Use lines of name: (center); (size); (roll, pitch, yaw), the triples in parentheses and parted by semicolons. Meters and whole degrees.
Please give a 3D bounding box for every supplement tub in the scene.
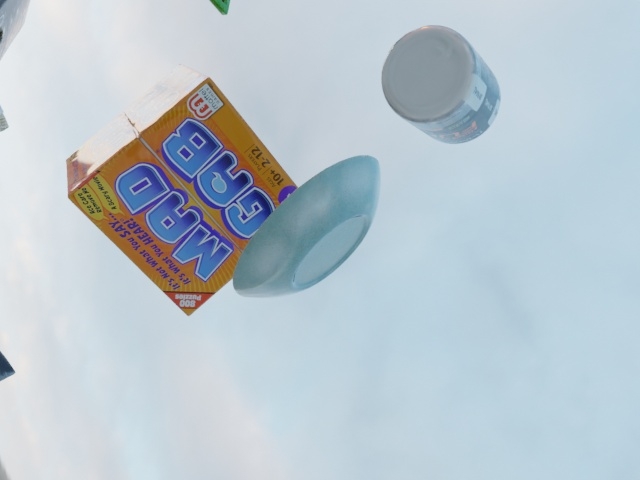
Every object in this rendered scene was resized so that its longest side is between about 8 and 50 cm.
supplement tub: (0.281, -0.331, 1.591); (0.207, 0.338, 0.207); (-1, -93, 25)

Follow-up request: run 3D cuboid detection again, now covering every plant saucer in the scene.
plant saucer: (0.000, 0.000, 0.715); (0.037, 0.195, 0.195); (46, -47, 19)

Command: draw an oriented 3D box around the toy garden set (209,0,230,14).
toy garden set: (-0.249, -0.649, 1.541); (0.049, 0.204, 0.244); (2, -106, 23)

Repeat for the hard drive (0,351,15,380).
hard drive: (-0.453, 0.161, 0.745); (0.254, 0.171, 0.054); (-32, 109, -87)

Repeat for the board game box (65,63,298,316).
board game box: (-0.302, -0.127, 1.584); (0.356, 0.356, 0.356); (50, -4, -26)

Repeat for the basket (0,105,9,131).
basket: (-0.844, -0.330, 1.725); (0.167, 0.113, 0.103); (55, -18, 13)

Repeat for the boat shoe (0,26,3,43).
boat shoe: (-0.447, -0.229, 0.882); (0.045, 0.135, 0.050); (29, -44, -10)

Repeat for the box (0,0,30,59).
box: (-0.531, -0.360, 1.046); (0.143, 0.165, 0.270); (-57, -156, 32)
